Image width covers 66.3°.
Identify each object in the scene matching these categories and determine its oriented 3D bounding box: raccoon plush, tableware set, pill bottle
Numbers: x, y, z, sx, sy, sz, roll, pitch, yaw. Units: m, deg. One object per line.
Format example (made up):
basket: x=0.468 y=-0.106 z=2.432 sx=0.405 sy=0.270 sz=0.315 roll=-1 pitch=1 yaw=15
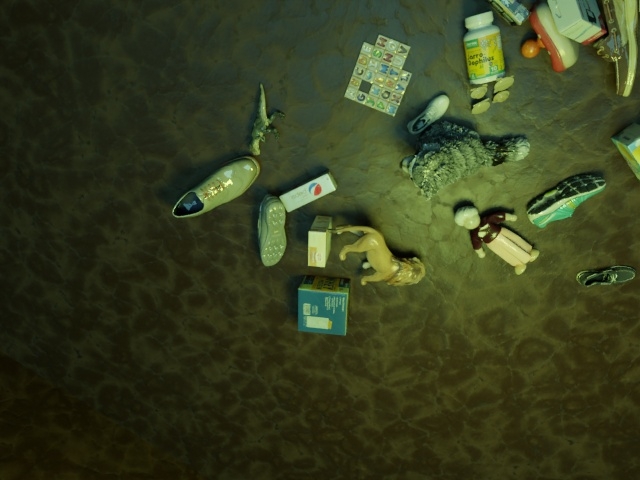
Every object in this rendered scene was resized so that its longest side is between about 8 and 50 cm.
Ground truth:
raccoon plush: x=0.493 y=-0.285 z=1.648 sx=0.445 sy=0.299 sz=0.216 roll=-14 pitch=113 yaw=14
tableware set: x=0.576 y=-0.491 z=1.654 sx=0.141 sy=0.169 sz=0.020 roll=-20 pitch=68 yaw=10
pill bottle: x=0.534 y=-0.631 z=1.609 sx=0.117 sy=0.118 sz=0.209 roll=-11 pitch=110 yaw=13

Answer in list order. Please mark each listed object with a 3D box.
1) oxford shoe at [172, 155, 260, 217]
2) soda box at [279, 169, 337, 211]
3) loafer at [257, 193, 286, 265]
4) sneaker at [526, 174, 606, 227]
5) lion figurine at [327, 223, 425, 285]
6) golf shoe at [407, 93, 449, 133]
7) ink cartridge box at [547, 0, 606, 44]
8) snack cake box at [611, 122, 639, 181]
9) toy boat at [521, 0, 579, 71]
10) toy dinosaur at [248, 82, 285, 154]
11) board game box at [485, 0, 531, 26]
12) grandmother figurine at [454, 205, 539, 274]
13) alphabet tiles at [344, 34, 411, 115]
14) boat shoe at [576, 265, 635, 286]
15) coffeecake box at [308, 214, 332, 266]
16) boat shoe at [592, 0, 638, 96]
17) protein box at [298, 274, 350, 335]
oxford shoe: x=-0.408 y=-0.192 z=1.920 sx=0.396 sy=0.146 sz=0.141 roll=-32 pitch=103 yaw=19
soda box: x=-0.046 y=-0.192 z=1.905 sx=0.216 sy=0.069 sz=0.074 roll=-24 pitch=106 yaw=18
loafer: x=-0.199 y=-0.039 z=1.978 sx=0.111 sy=0.111 sz=0.320 roll=-8 pitch=128 yaw=-25
sneaker: x=0.888 y=-0.143 z=1.774 sx=0.275 sy=0.107 sz=0.110 roll=-31 pitch=123 yaw=24
lion figurine: x=0.221 y=0.052 z=1.876 sx=0.240 sy=0.142 sz=0.392 roll=-14 pitch=137 yaw=36
golf shoe: x=0.385 y=-0.438 z=1.728 sx=0.069 sy=0.086 sz=0.176 roll=43 pitch=111 yaw=-7
ink cartridge box: x=0.782 y=-0.685 z=1.493 sx=0.072 sy=0.175 sz=0.128 roll=-24 pitch=75 yaw=49
snack cake box: x=1.110 y=-0.255 z=1.648 sx=0.089 sy=0.152 sz=0.264 roll=-36 pitch=101 yaw=21
toy boat: x=0.722 y=-0.643 z=1.580 sx=0.231 sy=0.151 sz=0.151 roll=52 pitch=140 yaw=-11
toy dinosaur: x=-0.202 y=-0.440 z=1.838 sx=0.118 sy=0.064 sz=0.268 roll=16 pitch=110 yaw=10
board game box: x=0.571 y=-0.751 z=1.541 sx=0.170 sy=0.141 sz=0.048 roll=40 pitch=114 yaw=-8
grandmother figurine: x=0.654 y=-0.022 z=1.846 sx=0.342 sy=0.104 sz=0.208 roll=32 pitch=104 yaw=-7
alphabet tiles: x=0.217 y=-0.588 z=1.736 sx=0.198 sy=0.009 sz=0.237 roll=22 pitch=114 yaw=0
boat shoe: x=1.089 y=0.145 z=1.858 sx=0.205 sy=0.065 sz=0.075 roll=-6 pitch=110 yaw=11
coffeecake box: x=0.000 y=0.000 z=1.910 sx=0.068 sy=0.185 sz=0.143 roll=5 pitch=112 yaw=7
boat shoe: x=0.935 y=-0.629 z=1.557 sx=0.123 sy=0.123 sz=0.342 roll=1 pitch=114 yaw=32
protein box: x=0.017 y=0.268 z=2.041 sx=0.201 sy=0.136 sz=0.200 roll=4 pitch=112 yaw=8
